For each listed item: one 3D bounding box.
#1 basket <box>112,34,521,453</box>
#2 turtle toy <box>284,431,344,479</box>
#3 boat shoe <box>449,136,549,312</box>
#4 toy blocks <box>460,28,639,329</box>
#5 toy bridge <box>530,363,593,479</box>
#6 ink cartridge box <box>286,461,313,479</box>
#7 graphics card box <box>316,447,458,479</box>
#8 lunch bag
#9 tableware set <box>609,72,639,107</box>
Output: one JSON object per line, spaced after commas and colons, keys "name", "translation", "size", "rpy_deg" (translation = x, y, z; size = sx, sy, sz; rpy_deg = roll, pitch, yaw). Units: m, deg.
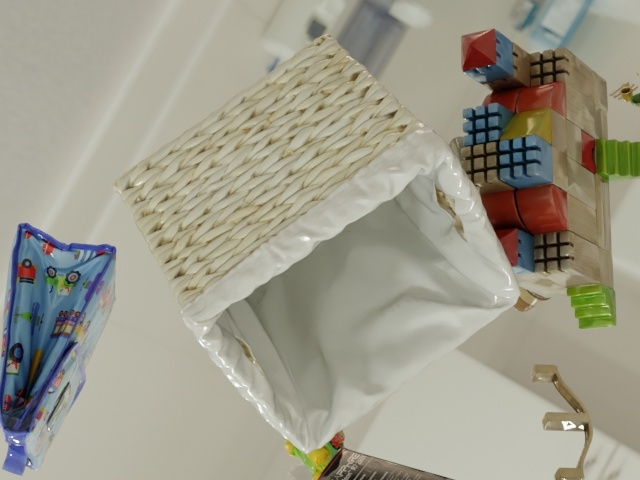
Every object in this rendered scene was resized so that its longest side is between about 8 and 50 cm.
{"name": "basket", "translation": [0.000, 0.000, 1.550], "size": [0.266, 0.331, 0.328], "rpy_deg": [55, 180, 39]}
{"name": "turtle toy", "translation": [-0.003, 0.251, 1.764], "size": [0.095, 0.066, 0.130], "rpy_deg": [43, 153, 42]}
{"name": "boat shoe", "translation": [0.272, -0.026, 2.158], "size": [0.122, 0.120, 0.324], "rpy_deg": [9, -139, -37]}
{"name": "toy blocks", "translation": [0.268, -0.095, 1.710], "size": [0.190, 0.382, 0.261], "rpy_deg": [-8, 164, 32]}
{"name": "toy bridge", "translation": [0.329, 0.243, 1.832], "size": [0.063, 0.026, 0.188], "rpy_deg": [3, -132, -10]}
{"name": "ink cartridge box", "translation": [0.037, 0.388, 2.002], "size": [0.104, 0.060, 0.180], "rpy_deg": [-19, -145, -25]}
{"name": "graphics card box", "translation": [0.173, 0.411, 1.670], "size": [0.370, 0.233, 0.094], "rpy_deg": [12, -150, 23]}
{"name": "lunch bag", "translation": [-0.367, 0.159, 1.788], "size": [0.138, 0.293, 0.221], "rpy_deg": [14, 159, -4]}
{"name": "tableware set", "translation": [0.583, -0.286, 2.384], "size": [0.104, 0.154, 0.024], "rpy_deg": [38, 158, 53]}
